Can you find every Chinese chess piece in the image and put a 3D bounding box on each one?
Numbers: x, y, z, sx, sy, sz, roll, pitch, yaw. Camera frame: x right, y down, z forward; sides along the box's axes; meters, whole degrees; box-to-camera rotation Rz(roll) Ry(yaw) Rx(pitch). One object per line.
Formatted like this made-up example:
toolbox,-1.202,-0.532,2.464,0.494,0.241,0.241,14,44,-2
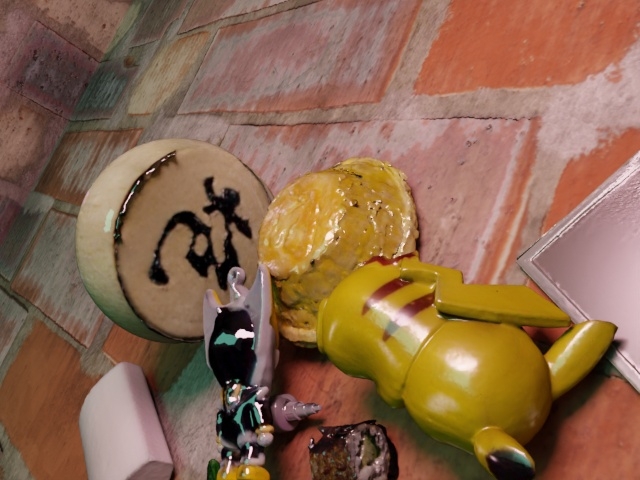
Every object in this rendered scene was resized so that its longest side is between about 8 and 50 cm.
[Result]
Chinese chess piece,-0.231,0.001,0.987,0.147,0.349,0.349,8,72,42

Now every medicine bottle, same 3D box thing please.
medicine bottle,-0.074,0.265,0.883,0.199,0.058,0.057,-21,52,37

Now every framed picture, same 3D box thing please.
framed picture,0.356,0.035,0.617,0.197,0.014,0.252,-46,41,15

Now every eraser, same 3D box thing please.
eraser,-0.377,0.380,1.097,0.174,0.095,0.270,-52,40,7

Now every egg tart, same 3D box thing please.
egg tart,0.000,-0.001,0.919,0.341,0.132,0.341,-26,48,33

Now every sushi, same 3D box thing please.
sushi,0.040,0.280,0.730,0.084,0.094,0.097,-23,67,40

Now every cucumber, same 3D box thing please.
cucumber,-0.153,0.418,0.889,0.036,0.033,0.184,-67,32,30

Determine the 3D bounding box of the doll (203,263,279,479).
doll,-0.113,0.187,0.846,0.145,0.103,0.316,128,143,-59

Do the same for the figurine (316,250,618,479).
figurine,0.148,0.123,0.658,0.218,0.169,0.327,-32,46,-27
